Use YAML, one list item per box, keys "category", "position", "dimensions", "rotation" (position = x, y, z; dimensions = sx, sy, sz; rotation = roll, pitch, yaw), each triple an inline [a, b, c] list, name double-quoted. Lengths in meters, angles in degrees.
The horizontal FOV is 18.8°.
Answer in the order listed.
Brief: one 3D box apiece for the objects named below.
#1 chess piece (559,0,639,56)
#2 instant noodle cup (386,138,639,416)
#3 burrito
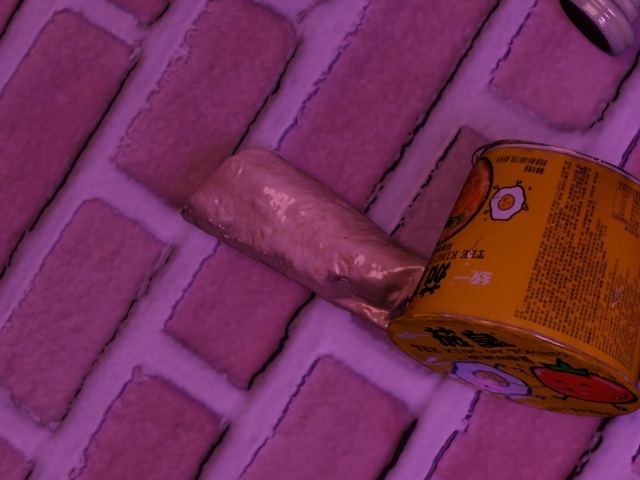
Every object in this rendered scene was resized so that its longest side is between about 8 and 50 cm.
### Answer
- category: "chess piece"
  position: [0.231, -0.191, 1.417]
  dimensions: [0.103, 0.067, 0.067]
  rotation: [-43, 64, -2]
- category: "instant noodle cup"
  position: [0.153, 0.024, 1.337]
  dimensions: [0.182, 0.182, 0.144]
  rotation: [11, 71, 26]
- category: "burrito"
  position: [0.000, 0.000, 1.464]
  dimensions: [0.226, 0.060, 0.087]
  rotation: [32, 95, 28]
